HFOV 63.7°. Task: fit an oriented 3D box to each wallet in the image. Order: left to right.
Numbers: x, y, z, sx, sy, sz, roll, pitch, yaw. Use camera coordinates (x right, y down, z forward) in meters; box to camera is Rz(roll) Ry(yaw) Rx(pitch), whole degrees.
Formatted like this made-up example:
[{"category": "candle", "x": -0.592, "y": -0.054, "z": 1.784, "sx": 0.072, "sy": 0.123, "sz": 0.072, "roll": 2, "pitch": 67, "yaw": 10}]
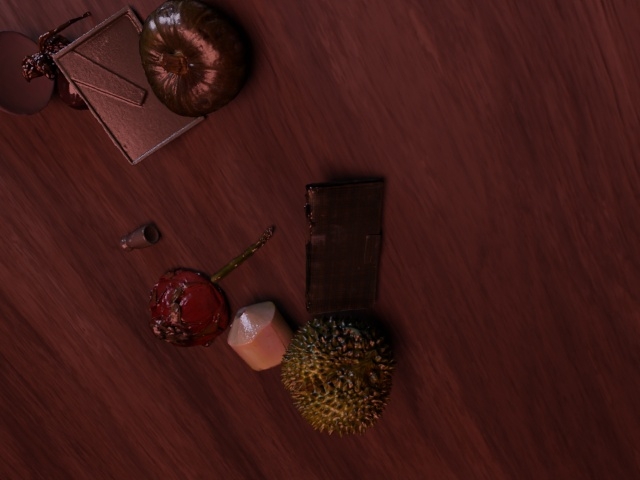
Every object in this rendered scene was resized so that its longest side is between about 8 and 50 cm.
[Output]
[{"category": "wallet", "x": 0.048, "y": 0.019, "z": 1.103, "sx": 0.168, "sy": 0.044, "sz": 0.317, "roll": -7, "pitch": 121, "yaw": -12}]

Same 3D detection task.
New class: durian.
[{"category": "durian", "x": 0.047, "y": 0.290, "z": 1.172, "sx": 0.290, "sy": 0.291, "sz": 0.225, "roll": 25, "pitch": 112, "yaw": 5}]

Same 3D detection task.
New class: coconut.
[{"category": "coconut", "x": -0.153, "y": 0.228, "z": 1.266, "sx": 0.147, "sy": 0.147, "sz": 0.153, "roll": -24, "pitch": 113, "yaw": 28}]

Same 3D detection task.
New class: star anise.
[{"category": "star anise", "x": -0.549, "y": -0.405, "z": 1.077, "sx": 0.097, "sy": 0.190, "sz": 0.070, "roll": 32, "pitch": 163, "yaw": 48}]

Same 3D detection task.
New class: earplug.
[{"category": "earplug", "x": -0.771, "y": -0.366, "z": 1.153, "sx": 0.300, "sy": 0.172, "sz": 0.173, "roll": 6, "pitch": 120, "yaw": 26}]

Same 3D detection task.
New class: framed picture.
[{"category": "framed picture", "x": -0.394, "y": -0.316, "z": 1.071, "sx": 0.192, "sy": 0.018, "sz": 0.266, "roll": -33, "pitch": 105, "yaw": -2}]

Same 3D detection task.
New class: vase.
[{"category": "vase", "x": -0.459, "y": -0.003, "z": 1.301, "sx": 0.100, "sy": 0.053, "sz": 0.053, "roll": -16, "pitch": 111, "yaw": 31}]

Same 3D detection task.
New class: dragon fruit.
[{"category": "dragon fruit", "x": -0.357, "y": 0.202, "z": 1.318, "sx": 0.218, "sy": 0.148, "sz": 0.224, "roll": 31, "pitch": 123, "yaw": 0}]

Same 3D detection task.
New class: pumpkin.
[{"category": "pumpkin", "x": -0.245, "y": -0.346, "z": 0.976, "sx": 0.218, "sy": 0.162, "sz": 0.219, "roll": 10, "pitch": 118, "yaw": 18}]

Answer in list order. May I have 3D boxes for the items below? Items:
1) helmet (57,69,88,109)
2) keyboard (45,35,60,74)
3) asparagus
[{"category": "helmet", "x": -0.527, "y": -0.342, "z": 1.120, "sx": 0.098, "sy": 0.070, "sz": 0.123, "roll": 15, "pitch": 117, "yaw": 2}, {"category": "keyboard", "x": -0.572, "y": -0.383, "z": 1.156, "sx": 0.053, "sy": 0.010, "sz": 0.155, "roll": -16, "pitch": 111, "yaw": 25}, {"category": "asparagus", "x": -0.189, "y": 0.040, "z": 1.246, "sx": 0.248, "sy": 0.025, "sz": 0.024, "roll": -37, "pitch": 86, "yaw": 32}]
